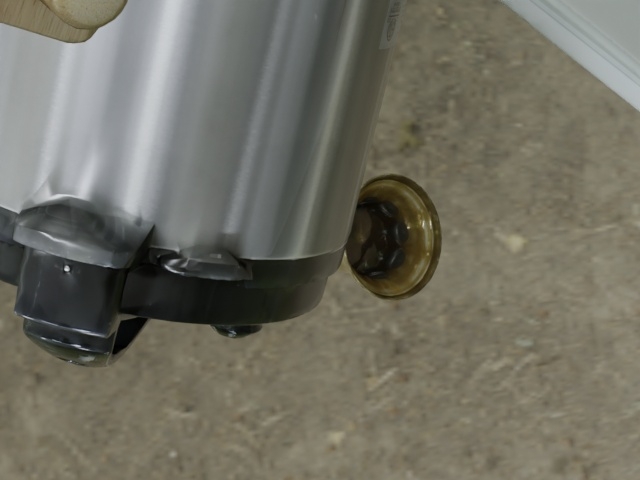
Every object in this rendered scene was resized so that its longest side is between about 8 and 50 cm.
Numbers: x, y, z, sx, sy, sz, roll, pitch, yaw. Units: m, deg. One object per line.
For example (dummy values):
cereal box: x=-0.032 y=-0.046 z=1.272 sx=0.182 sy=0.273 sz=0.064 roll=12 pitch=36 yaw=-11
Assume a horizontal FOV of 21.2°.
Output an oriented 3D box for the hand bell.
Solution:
hand bell: x=0.000 y=0.000 z=1.769 sx=0.242 sy=0.126 sz=0.126 roll=-2 pitch=90 yaw=53

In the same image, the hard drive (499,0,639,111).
hard drive: x=0.261 y=-0.226 z=1.621 sx=0.040 sy=0.307 sz=0.203 roll=-38 pitch=34 yaw=31

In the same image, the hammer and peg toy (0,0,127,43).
hammer and peg toy: x=-0.186 y=-0.180 z=0.700 sx=0.127 sy=0.266 sz=0.361 roll=43 pitch=112 yaw=52

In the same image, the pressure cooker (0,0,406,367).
pressure cooker: x=-0.134 y=-0.107 z=1.367 sx=0.375 sy=0.370 sz=0.420 roll=28 pitch=111 yaw=45
